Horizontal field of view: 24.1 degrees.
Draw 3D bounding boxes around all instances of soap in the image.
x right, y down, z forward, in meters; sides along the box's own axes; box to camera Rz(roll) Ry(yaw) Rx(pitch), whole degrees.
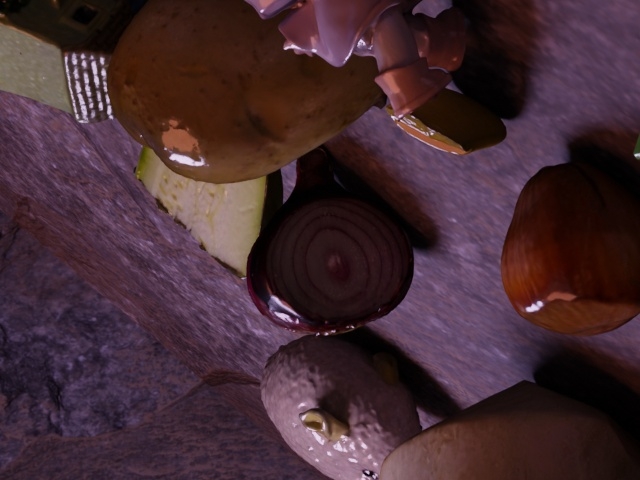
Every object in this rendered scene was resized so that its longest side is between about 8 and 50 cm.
[{"bbox_3d":[0.102,-0.101,1.259,0.089,0.033,0.168,27,-159,20],"label":"soap"}]

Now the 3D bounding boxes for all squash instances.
[{"bbox_3d":[-0.137,-0.104,1.756,0.237,0.204,0.155,41,-173,30],"label":"squash"}]

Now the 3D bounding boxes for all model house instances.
[{"bbox_3d":[-0.231,-0.247,1.541,0.189,0.214,0.195,27,149,12],"label":"model house"}]

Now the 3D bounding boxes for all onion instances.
[{"bbox_3d":[0.000,0.000,1.709,0.140,0.195,0.218,135,121,-75],"label":"onion"}]

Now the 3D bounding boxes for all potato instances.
[{"bbox_3d":[-0.088,-0.156,1.396,0.285,0.242,0.242,31,161,43],"label":"potato"}]

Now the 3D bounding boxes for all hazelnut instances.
[{"bbox_3d":[0.224,0.007,1.264,0.150,0.150,0.150,38,164,13],"label":"hazelnut"}]

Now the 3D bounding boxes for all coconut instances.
[{"bbox_3d":[0.247,0.346,1.711,0.345,0.415,0.415,26,173,-28],"label":"coconut"}]

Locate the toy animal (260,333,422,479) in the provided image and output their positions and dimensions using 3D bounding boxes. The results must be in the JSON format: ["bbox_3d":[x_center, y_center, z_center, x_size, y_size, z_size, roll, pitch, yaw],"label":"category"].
[{"bbox_3d":[0.031,0.244,2.215,0.358,0.188,0.226,29,150,39],"label":"toy animal"}]

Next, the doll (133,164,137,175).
[{"bbox_3d":[-0.176,-0.088,2.063,0.150,0.077,0.115,29,-159,4],"label":"doll"}]

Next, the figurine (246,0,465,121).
[{"bbox_3d":[-0.001,-0.215,1.168,0.276,0.133,0.200,42,161,-7],"label":"figurine"}]

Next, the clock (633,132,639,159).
[{"bbox_3d":[0.342,-0.002,0.973,0.255,0.106,0.220,46,164,-15],"label":"clock"}]
